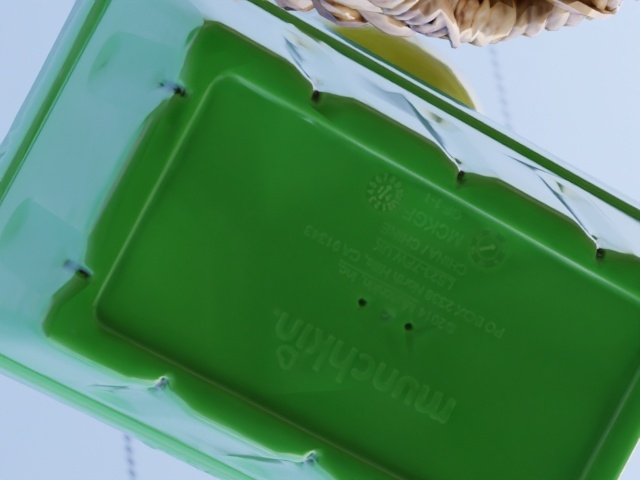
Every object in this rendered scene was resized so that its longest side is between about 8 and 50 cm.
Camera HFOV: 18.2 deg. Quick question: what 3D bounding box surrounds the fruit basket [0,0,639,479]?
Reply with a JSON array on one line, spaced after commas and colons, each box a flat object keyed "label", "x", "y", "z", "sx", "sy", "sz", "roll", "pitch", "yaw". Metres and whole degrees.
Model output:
[{"label": "fruit basket", "x": 0.000, "y": 0.000, "z": 1.097, "sx": 0.392, "sy": 0.392, "sz": 0.283, "roll": 28, "pitch": -91, "yaw": -16}]

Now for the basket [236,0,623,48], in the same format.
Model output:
[{"label": "basket", "x": 0.045, "y": -0.189, "z": 0.529, "sx": 0.223, "sy": 0.299, "sz": 0.213, "roll": 17, "pitch": -122, "yaw": 28}]
